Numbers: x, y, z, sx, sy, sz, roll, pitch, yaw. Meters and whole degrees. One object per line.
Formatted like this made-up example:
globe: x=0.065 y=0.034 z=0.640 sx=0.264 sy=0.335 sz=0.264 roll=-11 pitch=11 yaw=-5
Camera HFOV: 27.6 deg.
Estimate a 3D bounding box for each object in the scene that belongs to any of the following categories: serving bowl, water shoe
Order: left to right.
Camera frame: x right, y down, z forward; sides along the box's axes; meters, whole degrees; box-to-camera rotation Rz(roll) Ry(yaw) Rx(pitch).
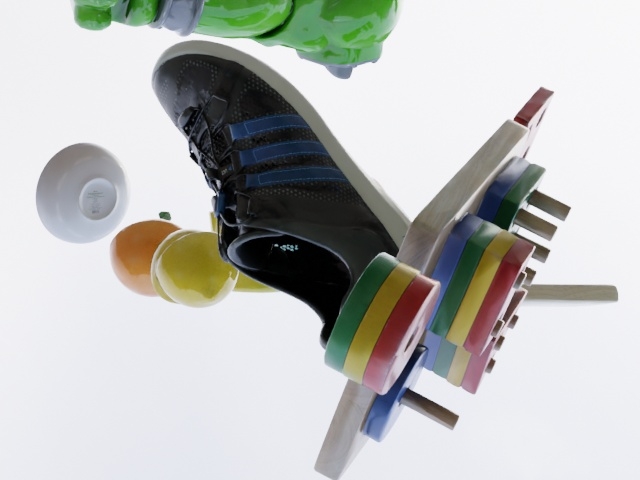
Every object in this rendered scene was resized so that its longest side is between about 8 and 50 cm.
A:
serving bowl: x=-0.186 y=-0.036 z=1.048 sx=0.083 sy=0.083 sz=0.027 roll=-39 pitch=-145 yaw=-25
water shoe: x=-0.028 y=-0.028 z=0.693 sx=0.203 sy=0.073 sz=0.080 roll=43 pitch=-131 yaw=12

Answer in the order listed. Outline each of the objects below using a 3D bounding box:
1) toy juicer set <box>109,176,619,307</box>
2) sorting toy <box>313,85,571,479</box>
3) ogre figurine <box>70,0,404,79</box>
toy juicer set: x=0.000 y=0.000 z=0.850 sx=0.329 sy=0.089 sz=0.209 roll=4 pitch=-178 yaw=41
sorting toy: x=0.064 y=0.027 z=0.579 sx=0.046 sy=0.132 sz=0.274 roll=27 pitch=-149 yaw=12
ogre figurine: x=0.013 y=-0.130 z=0.436 sx=0.097 sy=0.118 sz=0.197 roll=28 pitch=-93 yaw=50
